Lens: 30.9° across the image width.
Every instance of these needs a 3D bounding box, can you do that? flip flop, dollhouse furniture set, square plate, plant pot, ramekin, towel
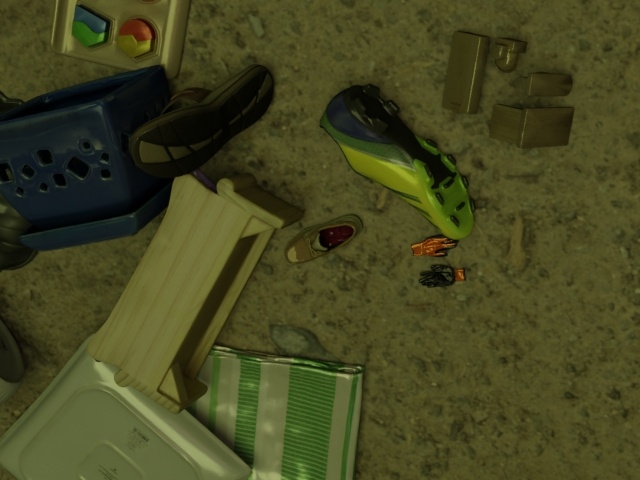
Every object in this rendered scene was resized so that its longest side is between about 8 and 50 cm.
[{"bbox_3d":[-0.179,-0.184,1.693,0.080,0.277,0.112,30,140,26],"label":"flip flop"},{"bbox_3d":[0.281,-0.224,1.701,0.151,0.123,0.144,21,110,41],"label":"dollhouse furniture set"},{"bbox_3d":[-0.344,0.375,1.922,0.347,0.049,0.344,42,117,-3],"label":"square plate"},{"bbox_3d":[-0.345,-0.117,1.730,0.236,0.236,0.212,-9,108,19],"label":"plant pot"},{"bbox_3d":[-0.574,0.188,1.872,0.109,0.207,0.207,-32,96,6],"label":"ramekin"},{"bbox_3d":[-0.097,0.298,1.892,0.325,0.038,0.247,6,105,9],"label":"towel"}]

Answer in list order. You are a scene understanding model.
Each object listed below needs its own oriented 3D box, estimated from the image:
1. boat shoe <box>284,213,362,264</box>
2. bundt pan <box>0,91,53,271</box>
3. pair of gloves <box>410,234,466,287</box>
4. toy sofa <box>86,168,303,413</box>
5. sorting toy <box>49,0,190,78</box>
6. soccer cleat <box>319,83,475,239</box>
[{"bbox_3d":[0.000,0.000,1.797,0.135,0.045,0.050,-29,97,16],"label":"boat shoe"},{"bbox_3d":[-0.584,-0.085,1.844,0.331,0.124,0.330,2,103,10],"label":"bundt pan"},{"bbox_3d":[0.183,0.033,1.790,0.074,0.010,0.083,-11,104,11],"label":"pair of gloves"},{"bbox_3d":[-0.192,0.066,1.777,0.177,0.150,0.362,30,101,8],"label":"toy sofa"},{"bbox_3d":[-0.307,-0.360,1.770,0.208,0.038,0.193,13,105,7],"label":"sorting toy"},{"bbox_3d":[0.117,-0.110,1.742,0.289,0.093,0.121,47,137,-7],"label":"soccer cleat"}]
